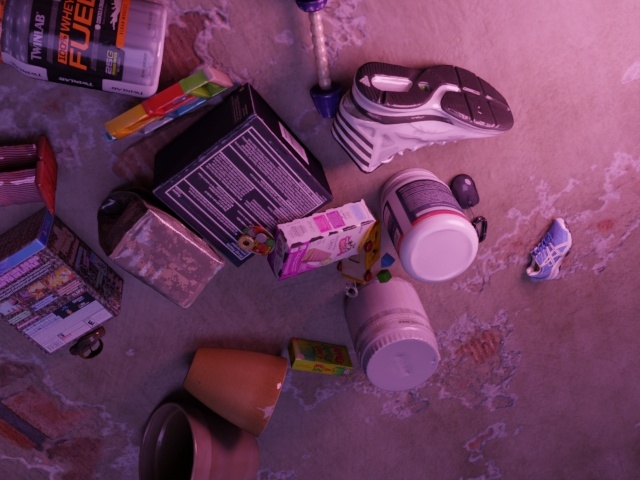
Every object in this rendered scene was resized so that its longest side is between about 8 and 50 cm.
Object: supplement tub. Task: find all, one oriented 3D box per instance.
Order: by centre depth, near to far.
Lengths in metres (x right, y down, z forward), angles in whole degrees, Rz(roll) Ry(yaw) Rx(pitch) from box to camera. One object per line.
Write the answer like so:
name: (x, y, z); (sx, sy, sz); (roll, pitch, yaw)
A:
supplement tub: (-0.472, -0.400, 1.358); (0.316, 0.193, 0.193); (7, 123, -16)
supplement tub: (0.260, -0.043, 1.707); (0.191, 0.272, 0.191); (-5, 126, -8)

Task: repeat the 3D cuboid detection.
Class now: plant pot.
plant pot: (-0.254, 0.403, 1.972); (0.254, 0.237, 0.237); (23, 119, -7)
plant pot: (-0.350, 0.658, 2.088); (0.280, 0.323, 0.323); (14, 122, -39)

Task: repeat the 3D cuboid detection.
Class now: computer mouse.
computer mouse: (0.406, -0.079, 1.855); (0.071, 0.041, 0.242); (-26, 126, 6)

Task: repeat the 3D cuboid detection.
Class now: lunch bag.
lunch bag: (-0.389, 0.000, 1.616); (0.169, 0.287, 0.235); (-51, 123, -3)

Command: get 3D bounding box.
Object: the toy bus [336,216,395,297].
toy bus: (0.110, 0.027, 1.832); (0.191, 0.104, 0.202); (53, 138, -5)

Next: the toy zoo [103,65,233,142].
toy zoo: (-0.337, -0.282, 1.477); (0.293, 0.192, 0.030); (-27, 95, 7)

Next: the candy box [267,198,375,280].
candy box: (0.000, 0.000, 1.641); (0.233, 0.071, 0.159); (-19, 154, -23)

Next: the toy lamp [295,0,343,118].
toy lamp: (0.002, -0.402, 1.523); (0.080, 0.080, 0.274); (-13, 127, -2)

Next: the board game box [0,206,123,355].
board game box: (-0.676, 0.106, 1.706); (0.232, 0.141, 0.291); (-29, 125, 10)

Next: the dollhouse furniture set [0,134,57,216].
dollhouse furniture set: (-0.693, -0.208, 1.408); (0.201, 0.152, 0.374); (-7, 146, -6)

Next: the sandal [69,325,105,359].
sandal: (-0.603, 0.278, 1.820); (0.060, 0.090, 0.219); (56, 145, -2)

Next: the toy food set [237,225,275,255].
toy food set: (-0.144, 0.001, 1.578); (0.083, 0.020, 0.082); (32, 127, -7)

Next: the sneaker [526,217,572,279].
sneaker: (0.650, 0.030, 1.956); (0.081, 0.080, 0.211); (-3, 124, -13)

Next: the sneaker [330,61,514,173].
sneaker: (0.225, -0.278, 1.641); (0.447, 0.169, 0.257); (3, 150, -27)

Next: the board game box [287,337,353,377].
board game box: (-0.002, 0.347, 2.041); (0.181, 0.092, 0.043); (12, 120, -19)

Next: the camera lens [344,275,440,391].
camera lens: (0.192, 0.248, 1.897); (0.219, 0.274, 0.219); (-5, 126, -7)

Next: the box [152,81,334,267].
box: (-0.182, -0.148, 1.600); (0.294, 0.182, 0.296); (-35, 125, 13)
